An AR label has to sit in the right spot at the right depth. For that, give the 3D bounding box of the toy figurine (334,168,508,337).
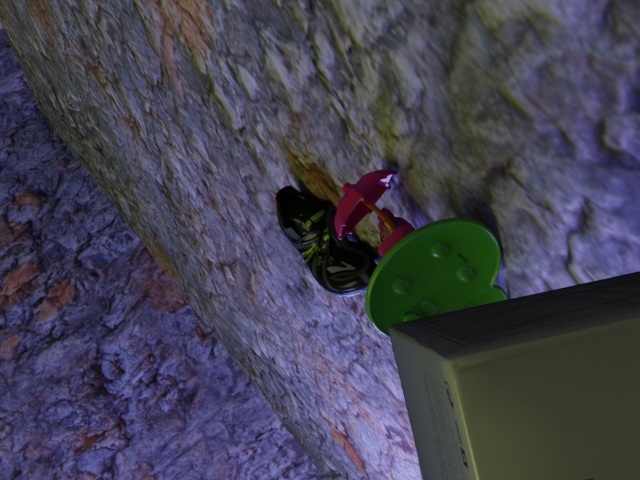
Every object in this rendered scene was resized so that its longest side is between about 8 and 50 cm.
[{"bbox_3d":[0.083,0.003,0.821,0.173,0.130,0.159,37,-167,-41],"label":"toy figurine"}]

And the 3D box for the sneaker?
[{"bbox_3d":[0.000,0.000,1.057,0.188,0.067,0.078,46,168,37],"label":"sneaker"}]

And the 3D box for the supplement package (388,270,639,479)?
[{"bbox_3d":[0.159,0.121,0.435,0.262,0.198,0.199,99,158,-87],"label":"supplement package"}]
